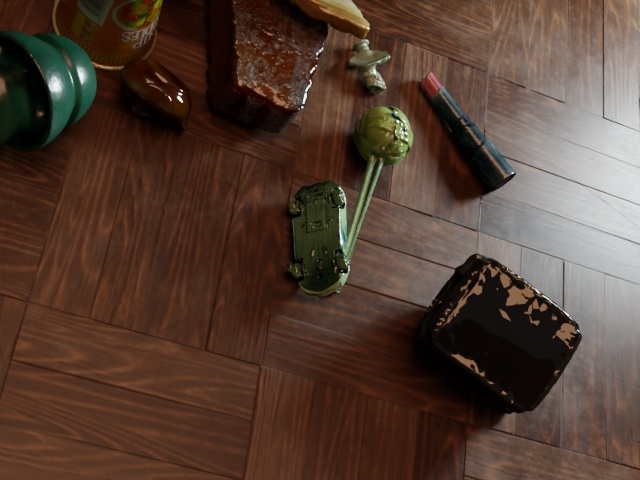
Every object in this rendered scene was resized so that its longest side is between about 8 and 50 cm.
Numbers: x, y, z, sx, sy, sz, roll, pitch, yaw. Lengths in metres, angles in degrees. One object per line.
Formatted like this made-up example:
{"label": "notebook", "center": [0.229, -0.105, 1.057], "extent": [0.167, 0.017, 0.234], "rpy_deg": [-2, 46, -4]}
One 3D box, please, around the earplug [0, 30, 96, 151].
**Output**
{"label": "earplug", "center": [-0.451, -0.219, 1.452], "extent": [0.257, 0.164, 0.280], "rpy_deg": [29, 34, 35]}

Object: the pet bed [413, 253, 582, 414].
{"label": "pet bed", "center": [0.262, 0.138, 1.588], "extent": [0.211, 0.159, 0.183], "rpy_deg": [35, 82, -3]}

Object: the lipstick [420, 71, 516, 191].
{"label": "lipstick", "center": [0.247, -0.193, 1.798], "extent": [0.053, 0.053, 0.234], "rpy_deg": [-25, 76, -32]}

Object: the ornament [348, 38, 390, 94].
{"label": "ornament", "center": [0.082, -0.298, 1.779], "extent": [0.068, 0.041, 0.092], "rpy_deg": [8, 70, 1]}

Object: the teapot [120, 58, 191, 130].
{"label": "teapot", "center": [-0.246, -0.213, 1.571], "extent": [0.129, 0.078, 0.098], "rpy_deg": [36, 15, -21]}

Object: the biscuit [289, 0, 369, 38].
{"label": "biscuit", "center": [-0.037, -0.445, 1.726], "extent": [0.204, 0.040, 0.309], "rpy_deg": [17, 35, -31]}

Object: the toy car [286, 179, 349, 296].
{"label": "toy car", "center": [0.000, 0.000, 1.579], "extent": [0.093, 0.058, 0.186], "rpy_deg": [-12, 64, 19]}

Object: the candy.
{"label": "candy", "center": [0.067, -0.066, 1.646], "extent": [0.093, 0.092, 0.336], "rpy_deg": [45, 55, -44]}

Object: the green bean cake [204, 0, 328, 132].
{"label": "green bean cake", "center": [-0.102, -0.294, 1.658], "extent": [0.198, 0.097, 0.233], "rpy_deg": [21, 59, -16]}

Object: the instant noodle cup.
{"label": "instant noodle cup", "center": [-0.300, -0.370, 1.551], "extent": [0.168, 0.185, 0.168], "rpy_deg": [11, 61, -20]}
